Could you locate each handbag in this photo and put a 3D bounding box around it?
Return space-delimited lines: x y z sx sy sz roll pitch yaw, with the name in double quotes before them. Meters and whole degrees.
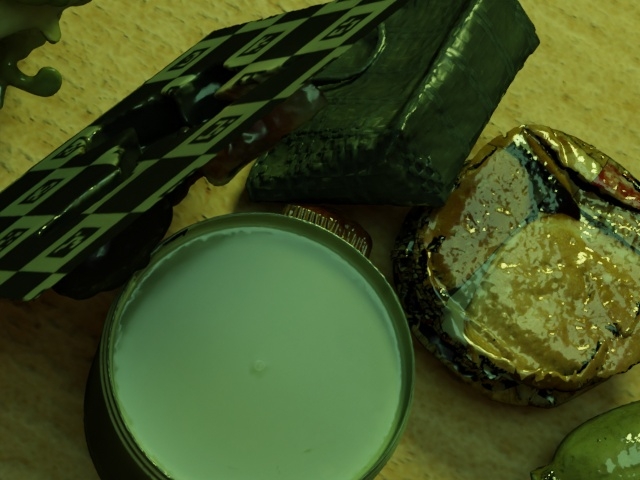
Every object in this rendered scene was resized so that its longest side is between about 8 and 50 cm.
"handbag" 0.059 -0.129 1.402 0.270 0.175 0.088 -58 134 -24

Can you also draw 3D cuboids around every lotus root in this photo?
"lotus root" 0.244 0.166 1.357 0.183 0.090 0.077 -15 101 -16

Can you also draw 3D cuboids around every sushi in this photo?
"sushi" -0.113 -0.047 1.250 0.359 0.343 0.064 -40 109 -24

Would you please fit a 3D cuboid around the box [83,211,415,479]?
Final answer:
"box" -0.055 0.106 1.278 0.226 0.149 0.226 4 69 -11

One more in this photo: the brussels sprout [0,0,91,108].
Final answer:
"brussels sprout" -0.356 -0.199 1.256 0.371 0.276 0.315 -24 80 -21

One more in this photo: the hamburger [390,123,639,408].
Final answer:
"hamburger" 0.171 0.025 1.388 0.231 0.107 0.231 4 73 -13

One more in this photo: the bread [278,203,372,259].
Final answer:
"bread" 0.000 0.000 1.368 0.085 0.085 0.053 22 74 -4
